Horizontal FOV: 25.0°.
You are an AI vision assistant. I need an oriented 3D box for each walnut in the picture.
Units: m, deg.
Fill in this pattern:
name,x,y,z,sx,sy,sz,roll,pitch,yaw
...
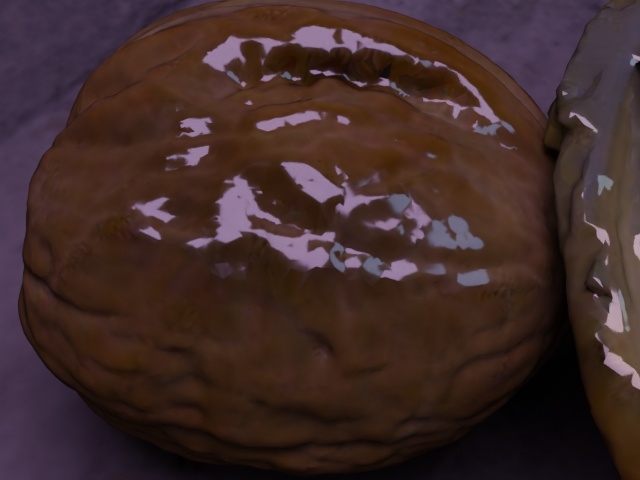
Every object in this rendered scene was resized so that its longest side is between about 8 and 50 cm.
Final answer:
name,x,y,z,sx,sy,sz,roll,pitch,yaw
walnut,0.000,0.000,0.463,0.184,0.155,0.155,6,58,3

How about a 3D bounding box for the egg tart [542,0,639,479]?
name,x,y,z,sx,sy,sz,roll,pitch,yaw
egg tart,0.215,0.006,0.419,0.315,0.120,0.315,10,62,-20
